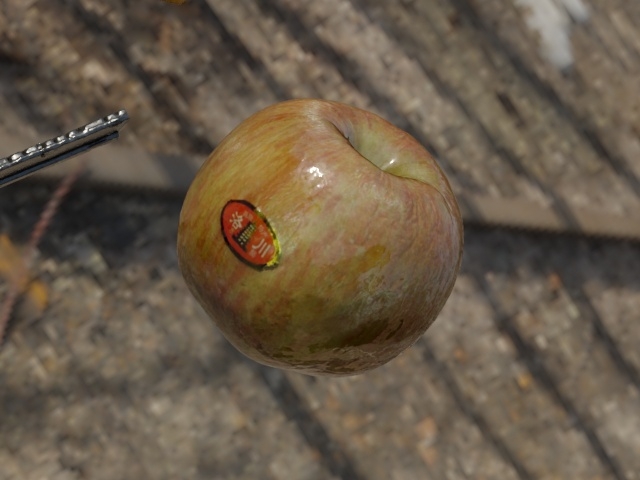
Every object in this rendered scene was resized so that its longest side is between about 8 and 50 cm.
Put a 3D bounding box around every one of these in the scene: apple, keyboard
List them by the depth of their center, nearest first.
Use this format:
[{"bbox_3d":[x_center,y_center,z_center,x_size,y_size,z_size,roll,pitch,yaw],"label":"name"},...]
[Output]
[{"bbox_3d":[-0.216,-0.043,1.266,0.018,0.195,0.060,65,-21,1],"label":"keyboard"},{"bbox_3d":[0.000,0.000,1.453,0.211,0.188,0.211,30,21,-13],"label":"apple"}]

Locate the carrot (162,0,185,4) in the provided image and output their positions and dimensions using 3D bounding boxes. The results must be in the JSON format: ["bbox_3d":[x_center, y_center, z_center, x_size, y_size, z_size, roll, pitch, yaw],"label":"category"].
[{"bbox_3d":[-0.129,-0.182,1.053,0.171,0.042,0.042,39,13,29],"label":"carrot"}]
